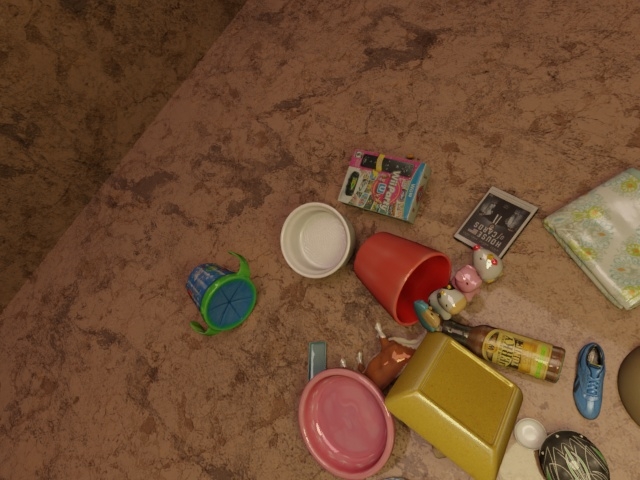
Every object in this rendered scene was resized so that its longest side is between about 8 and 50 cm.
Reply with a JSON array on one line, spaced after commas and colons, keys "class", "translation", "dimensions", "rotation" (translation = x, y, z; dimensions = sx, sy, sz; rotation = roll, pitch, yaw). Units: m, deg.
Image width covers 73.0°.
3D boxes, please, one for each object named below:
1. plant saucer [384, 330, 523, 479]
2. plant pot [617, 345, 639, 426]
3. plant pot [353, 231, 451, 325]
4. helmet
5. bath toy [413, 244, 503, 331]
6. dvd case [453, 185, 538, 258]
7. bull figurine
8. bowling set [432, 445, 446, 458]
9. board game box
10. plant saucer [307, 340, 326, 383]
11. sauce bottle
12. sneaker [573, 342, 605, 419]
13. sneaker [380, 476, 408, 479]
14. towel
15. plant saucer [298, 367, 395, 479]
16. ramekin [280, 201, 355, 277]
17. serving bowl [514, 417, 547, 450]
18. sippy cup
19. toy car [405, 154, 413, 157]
[{"class": "plant saucer", "translation": [0.394, 0.427, 1.199], "dimensions": [0.332, 0.081, 0.332], "rotation": [35, 46, 15]}, {"class": "plant pot", "translation": [0.932, 0.374, 1.083], "dimensions": [0.283, 0.191, 0.284], "rotation": [-9, 64, 19]}, {"class": "plant pot", "translation": [0.262, 0.107, 1.460], "dimensions": [0.275, 0.275, 0.243], "rotation": [-49, 48, -4]}, {"class": "helmet", "translation": [0.653, 0.582, 1.118], "dimensions": [0.169, 0.161, 0.170], "rotation": [-9, 63, 19]}, {"class": "bath toy", "translation": [0.444, 0.138, 1.372], "dimensions": [0.348, 0.129, 0.151], "rotation": [-36, 16, -19]}, {"class": "dvd case", "translation": [0.610, -0.059, 1.514], "dimensions": [0.179, 0.029, 0.239], "rotation": [35, 83, 32]}, {"class": "bull figurine", "translation": [0.209, 0.390, 1.415], "dimensions": [0.310, 0.101, 0.188], "rotation": [-45, 52, 8]}, {"class": "bowling set", "translation": [0.363, 0.489, 1.269], "dimensions": [0.154, 0.200, 0.287], "rotation": [-20, 64, 11]}, {"class": "board game box", "translation": [0.245, -0.212, 1.672], "dimensions": [0.303, 0.097, 0.224], "rotation": [19, 91, 29]}, {"class": "plant saucer", "translation": [-0.011, 0.458, 1.539], "dimensions": [0.067, 0.018, 0.192], "rotation": [-8, 63, 19]}, {"class": "sauce bottle", "translation": [0.543, 0.324, 1.317], "dimensions": [0.344, 0.111, 0.112], "rotation": [13, 72, 28]}, {"class": "sneaker", "translation": [0.756, 0.390, 1.214], "dimensions": [0.069, 0.082, 0.210], "rotation": [8, 71, 23]}, {"class": "sneaker", "translation": [0.264, 0.747, 1.250], "dimensions": [0.237, 0.086, 0.085], "rotation": [3, 69, 25]}, {"class": "towel", "translation": [0.938, -0.010, 1.320], "dimensions": [0.320, 0.090, 0.375], "rotation": [-31, 58, 6]}, {"class": "plant saucer", "translation": [0.086, 0.564, 1.360], "dimensions": [0.332, 0.084, 0.333], "rotation": [-1, 87, 32]}, {"class": "ramekin", "translation": [0.000, 0.000, 1.634], "dimensions": [0.277, 0.135, 0.278], "rotation": [0, 89, 22]}, {"class": "serving bowl", "translation": [0.598, 0.552, 1.234], "dimensions": [0.083, 0.027, 0.084], "rotation": [-9, 64, 19]}, {"class": "sippy cup", "translation": [-0.411, 0.203, 1.719], "dimensions": [0.305, 0.240, 0.224], "rotation": [-37, 44, -25]}, {"class": "toy car", "translation": [0.323, -0.301, 1.755], "dimensions": [0.122, 0.060, 0.040], "rotation": [-24, 14, -8]}]
